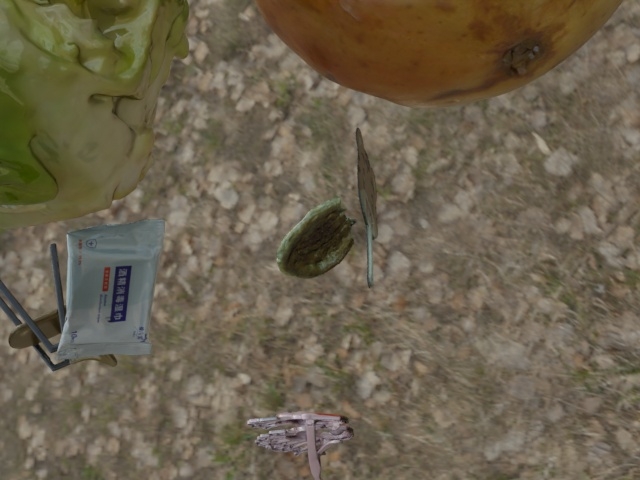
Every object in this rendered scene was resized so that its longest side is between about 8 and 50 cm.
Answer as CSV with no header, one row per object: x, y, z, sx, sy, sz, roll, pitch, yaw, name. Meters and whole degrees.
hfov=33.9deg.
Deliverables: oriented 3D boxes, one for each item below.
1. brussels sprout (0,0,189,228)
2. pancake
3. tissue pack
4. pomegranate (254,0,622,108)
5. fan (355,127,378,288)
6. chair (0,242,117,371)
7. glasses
-0.263,-0.159,0.827,0.344,0.344,0.268,-19,36,25,brussels sprout
-0.005,0.003,1.322,0.116,0.129,0.022,-41,58,-1,pancake
-0.261,0.064,1.308,0.026,0.122,0.193,-130,44,-53,tissue pack
0.105,-0.330,0.975,0.410,0.410,0.410,-8,73,29,pomegranate
0.067,-0.036,1.480,0.008,0.152,0.227,-7,58,11,fan
-0.512,0.154,1.995,0.172,0.159,0.247,-21,76,-19,chair
-0.034,0.329,1.668,0.162,0.255,0.095,3,65,8,glasses
